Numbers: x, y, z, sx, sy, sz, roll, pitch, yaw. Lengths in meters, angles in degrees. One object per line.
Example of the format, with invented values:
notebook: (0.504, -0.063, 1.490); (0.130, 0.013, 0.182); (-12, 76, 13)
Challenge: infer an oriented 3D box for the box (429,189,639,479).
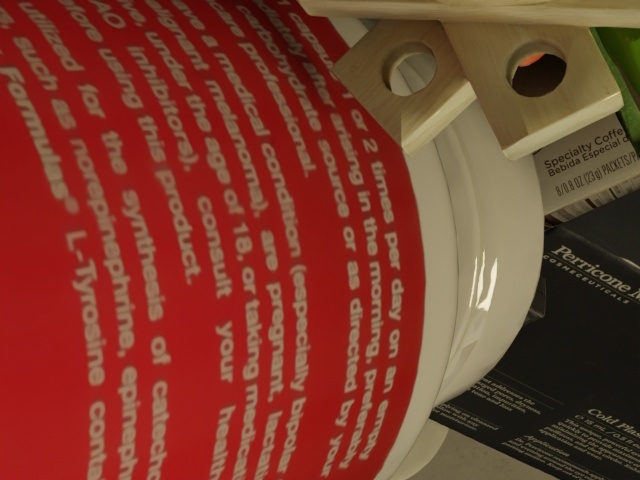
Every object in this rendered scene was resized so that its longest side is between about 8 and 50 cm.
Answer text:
box: (0.228, 0.042, 1.090); (0.343, 0.179, 0.312); (27, 149, -21)

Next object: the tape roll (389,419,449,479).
tape roll: (-0.024, 0.121, 1.266); (0.246, 0.246, 0.169); (-16, 168, -41)

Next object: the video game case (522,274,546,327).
video game case: (-0.053, 0.031, 0.839); (0.248, 0.035, 0.275); (31, 139, -29)

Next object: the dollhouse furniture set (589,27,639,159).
dollhouse furniture set: (0.248, -0.121, 0.522); (0.301, 0.151, 0.197); (-27, -147, 10)

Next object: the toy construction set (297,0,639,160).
toy construction set: (0.065, -0.108, 0.267); (0.215, 0.151, 0.327); (-59, 169, -3)

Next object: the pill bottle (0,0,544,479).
pill bottle: (-0.104, 0.016, 0.445); (0.229, 0.229, 0.408); (-30, 169, 37)

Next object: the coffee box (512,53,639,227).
coffee box: (0.195, -0.120, 0.710); (0.246, 0.141, 0.098); (-24, 173, 12)
